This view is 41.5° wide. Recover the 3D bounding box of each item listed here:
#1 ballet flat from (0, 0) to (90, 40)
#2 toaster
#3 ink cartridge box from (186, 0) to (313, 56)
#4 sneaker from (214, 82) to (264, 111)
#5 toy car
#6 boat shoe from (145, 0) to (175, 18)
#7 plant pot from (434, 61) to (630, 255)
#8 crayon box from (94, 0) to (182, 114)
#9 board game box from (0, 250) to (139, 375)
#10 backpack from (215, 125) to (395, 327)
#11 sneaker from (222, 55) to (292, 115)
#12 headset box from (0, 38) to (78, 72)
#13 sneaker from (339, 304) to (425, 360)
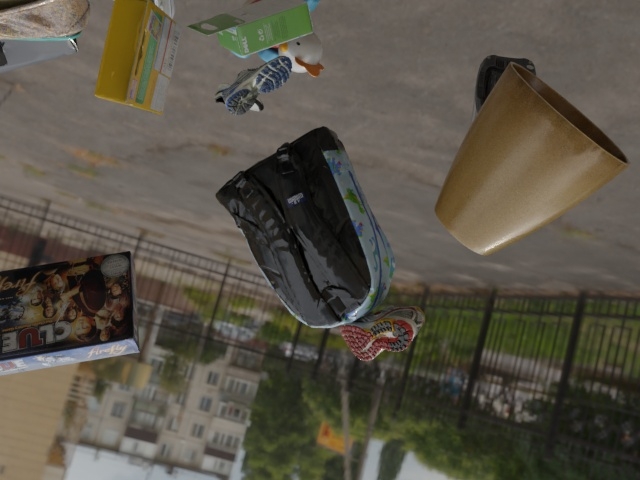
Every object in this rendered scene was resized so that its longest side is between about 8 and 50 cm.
[{"bbox_3d":[-0.444,-0.295,1.030,0.316,0.107,0.106,-15,146,-24],"label":"ballet flat"},{"bbox_3d":[0.388,-0.275,1.806,0.129,0.227,0.146,7,146,6],"label":"toaster"},{"bbox_3d":[-0.132,-0.400,1.596,0.209,0.062,0.109,-25,-147,-20],"label":"ink cartridge box"},{"bbox_3d":[-0.165,-0.280,1.709,0.109,0.043,0.040,22,151,18],"label":"sneaker"},{"bbox_3d":[-0.082,-0.508,2.154,0.210,0.219,0.238,0,-132,-47],"label":"toy car"},{"bbox_3d":[-0.419,-0.592,1.879,0.136,0.156,0.367,8,142,7],"label":"boat shoe"},{"bbox_3d":[0.302,-0.106,1.323,0.237,0.254,0.237,34,-158,-16],"label":"plant pot"},{"bbox_3d":[-0.373,-0.375,1.726,0.083,0.203,0.323,14,-175,0],"label":"crayon box"},{"bbox_3d":[-0.400,0.110,1.273,0.243,0.165,0.042,-10,143,-5],"label":"board game box"},{"bbox_3d":[0.000,0.000,1.711,0.290,0.355,0.273,-32,160,19],"label":"backpack"},{"bbox_3d":[-0.111,-0.271,1.414,0.058,0.135,0.052,51,175,41],"label":"sneaker"},{"bbox_3d":[-0.510,-0.380,1.249,0.246,0.283,0.131,-16,159,0],"label":"headset box"},{"bbox_3d":[0.126,0.183,1.706,0.225,0.093,0.088,-15,107,51],"label":"sneaker"}]
